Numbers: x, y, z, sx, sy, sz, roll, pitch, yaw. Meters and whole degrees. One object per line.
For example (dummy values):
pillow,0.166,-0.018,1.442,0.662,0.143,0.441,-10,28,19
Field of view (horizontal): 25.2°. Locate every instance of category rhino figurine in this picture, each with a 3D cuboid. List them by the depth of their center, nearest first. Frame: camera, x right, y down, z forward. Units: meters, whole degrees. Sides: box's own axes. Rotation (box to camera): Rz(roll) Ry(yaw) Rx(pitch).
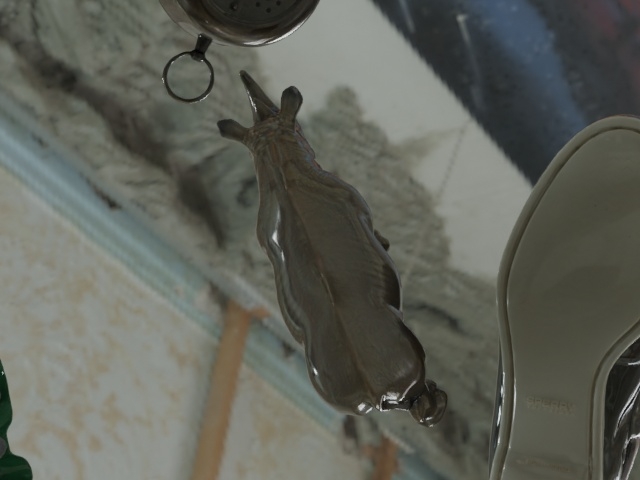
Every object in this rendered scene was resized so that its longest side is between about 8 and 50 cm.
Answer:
rhino figurine,0.000,0.000,0.856,0.243,0.073,0.106,67,-171,17

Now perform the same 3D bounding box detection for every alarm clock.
alarm clock,-0.066,-0.190,1.062,0.129,0.064,0.192,23,-88,-26

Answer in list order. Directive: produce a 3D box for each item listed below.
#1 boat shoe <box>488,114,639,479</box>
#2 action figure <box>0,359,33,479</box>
boat shoe,0.175,0.068,0.960,0.095,0.112,0.335,-38,-40,-61
action figure,-0.294,0.145,0.979,0.063,0.232,0.137,6,-111,-47
